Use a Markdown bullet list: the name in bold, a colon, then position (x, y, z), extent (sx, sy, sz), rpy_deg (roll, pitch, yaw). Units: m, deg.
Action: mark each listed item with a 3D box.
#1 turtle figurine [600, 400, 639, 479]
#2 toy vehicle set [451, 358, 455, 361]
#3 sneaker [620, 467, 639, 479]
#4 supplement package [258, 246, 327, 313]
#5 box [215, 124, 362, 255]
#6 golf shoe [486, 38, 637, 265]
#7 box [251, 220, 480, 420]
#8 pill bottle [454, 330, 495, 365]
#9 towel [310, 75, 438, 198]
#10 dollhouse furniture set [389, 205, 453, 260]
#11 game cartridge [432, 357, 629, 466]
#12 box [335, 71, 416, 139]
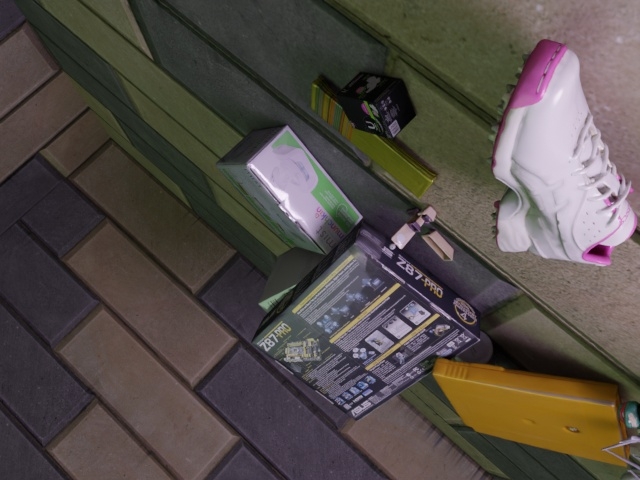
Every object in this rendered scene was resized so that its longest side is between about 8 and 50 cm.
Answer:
- **turtle figurine**: position (0.502, 0.276, 0.799), extent (0.175, 0.118, 0.234), rpy_deg (41, 156, -30)
- **toy vehicle set**: position (0.273, 0.227, 1.380), extent (0.166, 0.035, 0.267), rpy_deg (51, 173, 38)
- **sneaker**: position (0.674, 0.522, 1.103), extent (0.087, 0.092, 0.229), rpy_deg (45, 168, -15)
- **supplement package**: position (-0.005, 0.101, 1.357), extent (0.203, 0.194, 0.149), rpy_deg (-29, 114, 29)
- **box**: position (-0.076, -0.107, 1.244), extent (0.262, 0.127, 0.231), rpy_deg (49, 165, -22)
- **golf shoe**: position (0.242, -0.068, 0.549), extent (0.140, 0.115, 0.306), rpy_deg (23, 165, 27)
- **box**: position (0.084, 0.189, 1.204), extent (0.318, 0.097, 0.395), rpy_deg (36, 126, -10)
- **pill bottle**: position (0.345, 0.267, 1.272), extent (0.087, 0.087, 0.160), rpy_deg (34, 164, 33)
- **towel**: position (0.078, -0.158, 0.890), extent (0.237, 0.021, 0.102), rpy_deg (41, 172, 5)
- **dollhouse furniture set**: position (0.179, 0.011, 0.975), extent (0.114, 0.081, 0.091), rpy_deg (45, 166, -10)
- **game cartridge**: position (0.412, 0.331, 1.111), extent (0.324, 0.052, 0.285), rpy_deg (4, 144, 35)
- **box**: position (0.073, -0.180, 0.758), extent (0.083, 0.052, 0.062), rpy_deg (30, 160, 47)
